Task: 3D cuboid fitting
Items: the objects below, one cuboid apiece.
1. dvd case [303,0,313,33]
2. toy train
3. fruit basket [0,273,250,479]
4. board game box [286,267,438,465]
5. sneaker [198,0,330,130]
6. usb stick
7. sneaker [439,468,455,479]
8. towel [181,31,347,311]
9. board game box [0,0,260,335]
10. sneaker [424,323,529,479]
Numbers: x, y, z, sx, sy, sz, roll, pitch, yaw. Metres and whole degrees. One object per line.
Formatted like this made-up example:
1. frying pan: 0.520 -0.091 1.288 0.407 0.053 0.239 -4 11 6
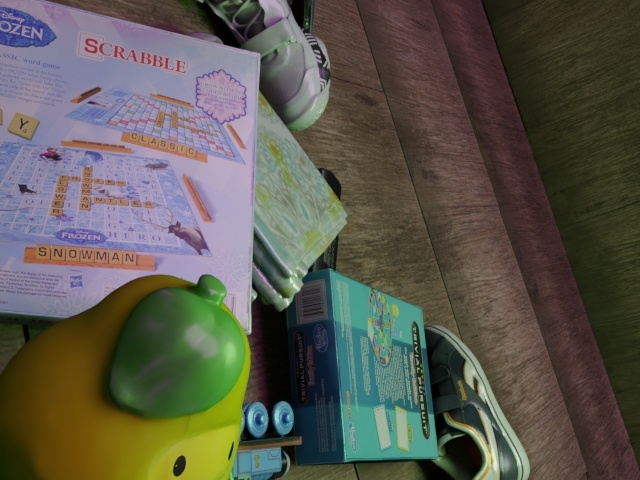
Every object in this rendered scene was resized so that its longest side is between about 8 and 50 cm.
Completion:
1. dvd case: -0.018 -0.443 1.392 0.165 0.018 0.221 95 -1 -49
2. toy train: -0.097 0.250 0.921 0.184 0.080 0.105 17 68 -55
3. fruit basket: -0.174 0.195 0.563 0.392 0.392 0.283 -3 74 -57
4. board game box: 0.070 0.203 1.139 0.336 0.079 0.254 27 55 -58
5. sneaker: -0.116 -0.349 1.192 0.210 0.137 0.366 11 58 -53
6. usb stick: 0.000 0.000 1.240 0.077 0.045 0.278 47 37 -43
7. sneaker: 0.274 0.512 1.305 0.269 0.101 0.153 59 33 -4
8. towel: -0.120 -0.108 1.009 0.374 0.090 0.320 54 21 -5
9. board game box: -0.221 -0.071 0.760 0.318 0.066 0.318 9 72 -25
10. sneaker: 0.223 0.284 1.300 0.127 0.126 0.321 -6 51 -34
